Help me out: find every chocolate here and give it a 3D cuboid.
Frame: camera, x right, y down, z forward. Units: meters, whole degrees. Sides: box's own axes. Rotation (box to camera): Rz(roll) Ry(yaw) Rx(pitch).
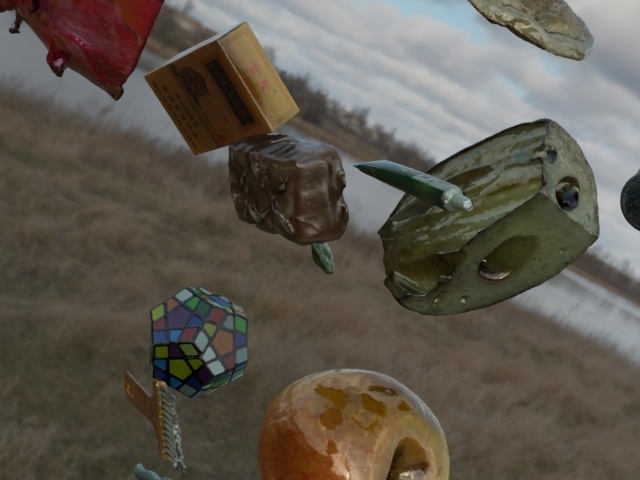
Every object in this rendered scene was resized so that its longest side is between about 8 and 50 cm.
[{"bbox_3d":[-0.054,-0.075,1.415,0.093,0.148,0.214,-18,21,-30],"label":"chocolate"}]

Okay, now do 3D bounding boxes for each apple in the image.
[{"bbox_3d":[0.040,0.342,1.454,0.275,0.299,0.299,-6,-18,39],"label":"apple"}]

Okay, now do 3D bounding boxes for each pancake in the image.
[{"bbox_3d":[0.422,-0.505,2.003,0.387,0.082,0.387,24,32,-16],"label":"pancake"}]

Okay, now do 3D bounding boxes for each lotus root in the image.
[{"bbox_3d":[0.242,-0.021,1.353,0.142,0.314,0.210,34,42,-37],"label":"lotus root"}]

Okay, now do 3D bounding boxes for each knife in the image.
[{"bbox_3d":[-0.267,0.418,1.629,0.015,0.028,0.210,34,-18,-35],"label":"knife"}]

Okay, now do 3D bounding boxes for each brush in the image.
[{"bbox_3d":[-0.203,0.196,1.125,0.017,0.090,0.314,-6,3,-21],"label":"brush"}]

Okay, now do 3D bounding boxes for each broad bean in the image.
[{"bbox_3d":[-0.001,0.002,2.093,0.046,0.195,0.061,-2,-34,-8],"label":"broad bean"}]

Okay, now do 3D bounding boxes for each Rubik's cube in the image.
[{"bbox_3d":[-0.141,0.117,1.103,0.133,0.112,0.133,29,4,-2],"label":"Rubik's cube"}]

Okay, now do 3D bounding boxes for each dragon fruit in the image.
[{"bbox_3d":[-0.284,-0.385,1.205,0.249,0.370,0.386,21,9,-18],"label":"dragon fruit"}]

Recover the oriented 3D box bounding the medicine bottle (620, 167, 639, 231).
[{"bbox_3d":[0.615,-0.084,1.586,0.293,0.141,0.141,-13,34,-43],"label":"medicine bottle"}]

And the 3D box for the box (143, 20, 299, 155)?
[{"bbox_3d":[-0.175,-0.253,1.624,0.274,0.076,0.174,-6,-58,55],"label":"box"}]

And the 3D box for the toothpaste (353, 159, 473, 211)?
[{"bbox_3d":[0.117,-0.072,1.176,0.049,0.031,0.204,-11,24,-32],"label":"toothpaste"}]
